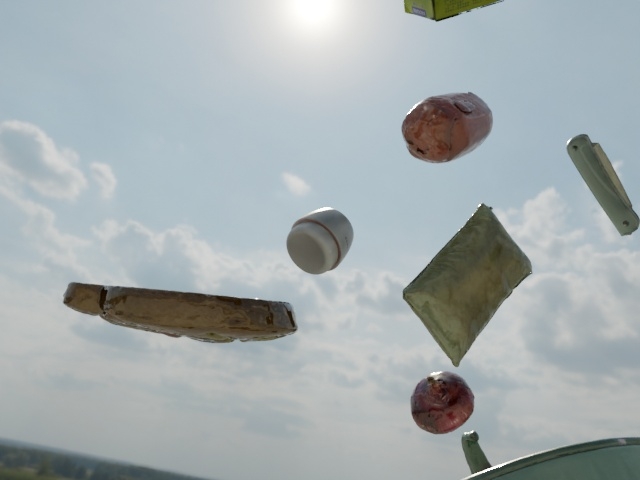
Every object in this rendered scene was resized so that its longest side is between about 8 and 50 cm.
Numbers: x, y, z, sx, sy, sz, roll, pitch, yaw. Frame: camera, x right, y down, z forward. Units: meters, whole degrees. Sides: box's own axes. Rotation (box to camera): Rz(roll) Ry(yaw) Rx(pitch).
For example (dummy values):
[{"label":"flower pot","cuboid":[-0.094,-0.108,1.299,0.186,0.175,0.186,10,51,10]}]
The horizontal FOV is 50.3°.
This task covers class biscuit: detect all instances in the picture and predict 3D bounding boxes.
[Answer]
[{"label":"biscuit","cuboid":[-0.220,0.116,1.070,0.350,0.070,0.394,7,-6,-14]}]

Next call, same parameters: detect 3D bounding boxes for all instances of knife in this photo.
[{"label":"knife","cuboid":[0.405,-0.081,0.970,0.044,0.023,0.162,-32,-85,31]}]

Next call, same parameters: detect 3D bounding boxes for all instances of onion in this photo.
[{"label":"onion","cuboid":[0.251,0.335,1.482,0.150,0.150,0.140,-8,-44,39]}]

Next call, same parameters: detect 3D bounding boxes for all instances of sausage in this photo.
[{"label":"sausage","cuboid":[0.287,-0.255,1.529,0.152,0.152,0.279,-6,11,36]}]

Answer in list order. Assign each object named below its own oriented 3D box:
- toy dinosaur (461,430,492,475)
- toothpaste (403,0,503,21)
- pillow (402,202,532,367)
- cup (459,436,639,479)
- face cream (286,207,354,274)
[{"label":"toy dinosaur","cuboid":[0.200,0.351,0.870,0.120,0.079,0.292,-13,-72,35]},{"label":"toothpaste","cuboid":[0.316,-0.489,1.256,0.327,0.110,0.077,-21,-57,-14]},{"label":"pillow","cuboid":[0.296,0.077,1.328,0.185,0.302,0.075,51,-28,-10]},{"label":"cup","cuboid":[0.173,0.376,0.491,0.401,0.392,0.310,0,-44,-21]},{"label":"face cream","cuboid":[0.000,0.000,1.307,0.117,0.104,0.117,20,-51,26]}]
